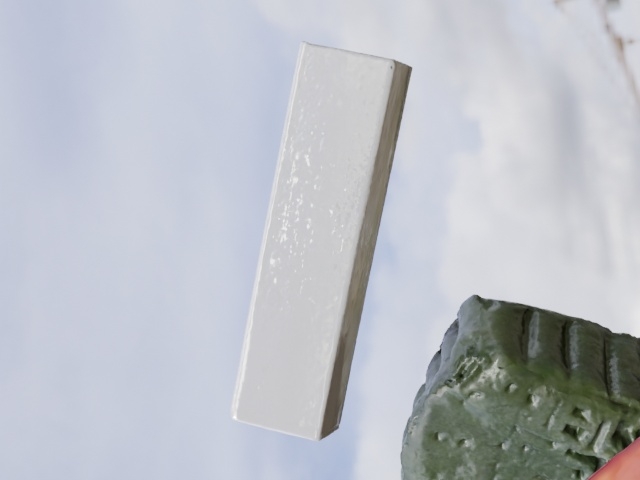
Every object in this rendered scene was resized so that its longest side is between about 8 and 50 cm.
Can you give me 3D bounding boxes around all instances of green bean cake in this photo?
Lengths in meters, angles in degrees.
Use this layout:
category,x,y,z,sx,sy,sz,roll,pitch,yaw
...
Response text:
category,x,y,z,sx,sy,sz,roll,pitch,yaw
green bean cake,0.186,0.172,1.383,0.125,0.227,0.223,-71,-1,-55

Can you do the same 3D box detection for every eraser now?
category,x,y,z,sx,sy,sz,roll,pitch,yaw
eraser,0.001,0.000,1.249,0.076,0.078,0.298,-8,-71,-77

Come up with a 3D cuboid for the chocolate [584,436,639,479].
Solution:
category,x,y,z,sx,sy,sz,roll,pitch,yaw
chocolate,0.394,0.242,1.009,0.341,0.161,0.360,2,-140,-36
